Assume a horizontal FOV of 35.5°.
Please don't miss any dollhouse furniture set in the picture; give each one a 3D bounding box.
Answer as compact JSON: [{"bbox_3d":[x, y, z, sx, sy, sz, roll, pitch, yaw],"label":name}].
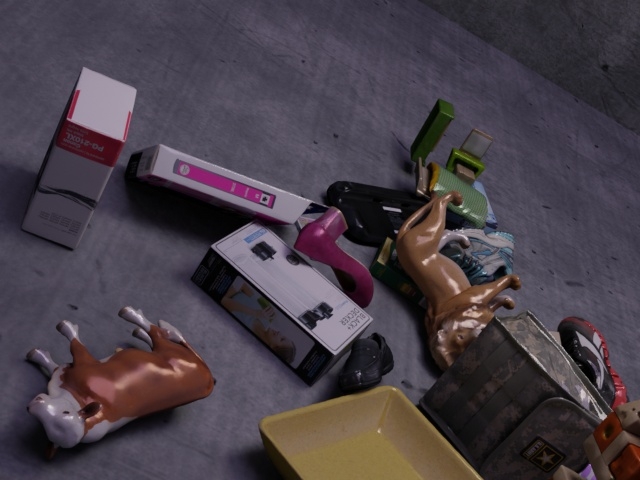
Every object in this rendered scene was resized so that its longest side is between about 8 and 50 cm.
[{"bbox_3d":[0.337,-0.187,2.404,0.197,0.151,0.301,27,26,-9],"label":"dollhouse furniture set"}]

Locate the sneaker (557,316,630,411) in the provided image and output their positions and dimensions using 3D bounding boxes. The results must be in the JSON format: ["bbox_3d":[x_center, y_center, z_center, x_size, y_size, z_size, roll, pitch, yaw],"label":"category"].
[{"bbox_3d":[0.562,0.261,2.162,0.135,0.097,0.276,21,35,-27],"label":"sneaker"}]

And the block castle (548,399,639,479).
[{"bbox_3d":[0.529,0.452,1.529,0.303,0.453,0.213,28,24,-15],"label":"block castle"}]

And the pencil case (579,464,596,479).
[{"bbox_3d":[0.485,0.409,1.895,0.206,0.088,0.086,35,29,0],"label":"pencil case"}]

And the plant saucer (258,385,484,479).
[{"bbox_3d":[0.098,0.386,1.532,0.333,0.081,0.333,-5,41,-47],"label":"plant saucer"}]

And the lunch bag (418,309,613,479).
[{"bbox_3d":[0.358,0.307,1.766,0.287,0.235,0.169,50,28,24],"label":"lunch bag"}]

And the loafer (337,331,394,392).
[{"bbox_3d":[0.074,0.210,1.734,0.223,0.076,0.078,-19,93,-72],"label":"loafer"}]

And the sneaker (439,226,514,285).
[{"bbox_3d":[0.341,0.040,2.238,0.283,0.110,0.122,3,75,-39],"label":"sneaker"}]

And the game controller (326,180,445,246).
[{"bbox_3d":[0.157,-0.049,2.250,0.319,0.067,0.166,7,55,-38],"label":"game controller"}]

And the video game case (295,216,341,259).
[{"bbox_3d":[0.000,0.000,2.060,0.087,0.011,0.122,12,38,-35],"label":"video game case"}]

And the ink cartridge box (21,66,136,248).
[{"bbox_3d":[-0.396,-0.133,1.639,0.100,0.237,0.172,21,34,-18],"label":"ink cartridge box"}]

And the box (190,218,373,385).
[{"bbox_3d":[-0.065,0.105,1.778,0.290,0.087,0.169,42,31,10],"label":"box"}]

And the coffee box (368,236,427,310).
[{"bbox_3d":[0.195,0.078,2.113,0.184,0.040,0.113,34,32,-1],"label":"coffee box"}]

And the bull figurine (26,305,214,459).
[{"bbox_3d":[-0.297,0.195,1.413,0.310,0.101,0.188,-5,47,-47],"label":"bull figurine"}]

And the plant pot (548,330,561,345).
[{"bbox_3d":[0.429,0.246,2.058,0.096,0.109,0.109,17,33,-5],"label":"plant pot"}]

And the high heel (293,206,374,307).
[{"bbox_3d":[0.024,0.060,1.878,0.082,0.244,0.117,23,55,38],"label":"high heel"}]

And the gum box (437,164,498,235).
[{"bbox_3d":[0.353,-0.103,2.516,0.157,0.041,0.184,20,33,-22],"label":"gum box"}]

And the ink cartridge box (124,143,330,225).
[{"bbox_3d":[-0.166,-0.087,1.873,0.371,0.069,0.176,17,-8,-24],"label":"ink cartridge box"}]

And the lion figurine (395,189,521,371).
[{"bbox_3d":[0.250,0.079,2.026,0.240,0.142,0.392,-24,61,-21],"label":"lion figurine"}]
